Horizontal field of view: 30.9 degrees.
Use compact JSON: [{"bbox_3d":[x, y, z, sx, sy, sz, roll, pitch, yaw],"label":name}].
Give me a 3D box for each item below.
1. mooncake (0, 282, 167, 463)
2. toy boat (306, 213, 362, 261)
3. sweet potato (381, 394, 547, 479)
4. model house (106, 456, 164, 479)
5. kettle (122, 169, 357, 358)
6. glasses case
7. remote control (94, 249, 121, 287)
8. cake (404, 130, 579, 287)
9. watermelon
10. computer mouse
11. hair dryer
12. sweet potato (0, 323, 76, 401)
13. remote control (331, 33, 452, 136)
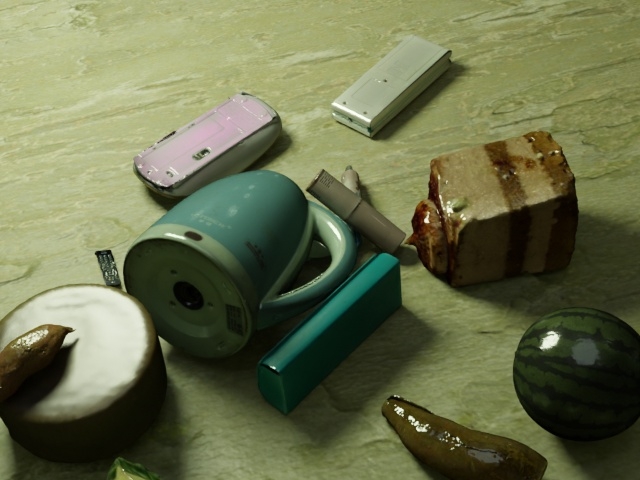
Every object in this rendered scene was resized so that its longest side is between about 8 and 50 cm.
[{"bbox_3d":[-0.386,0.214,1.854,0.284,0.155,0.284,-5,51,6],"label":"mooncake"},{"bbox_3d":[0.010,0.004,2.100,0.149,0.034,0.105,-29,49,-22],"label":"toy boat"},{"bbox_3d":[0.207,0.316,1.769,0.286,0.085,0.112,17,15,33],"label":"sweet potato"},{"bbox_3d":[-0.209,0.492,1.563,0.321,0.261,0.266,26,78,47],"label":"model house"},{"bbox_3d":[-0.108,0.021,1.973,0.319,0.247,0.342,25,43,17],"label":"kettle"},{"bbox_3d":[0.017,0.144,1.913,0.070,0.117,0.301,32,56,30],"label":"glasses case"},{"bbox_3d":[-0.385,0.052,2.103,0.034,0.016,0.091,-5,45,-22],"label":"remote control"},{"bbox_3d":[0.286,-0.053,2.024,0.293,0.199,0.196,-10,49,-3],"label":"cake"},{"bbox_3d":[0.396,0.202,1.763,0.212,0.212,0.212,-3,47,3],"label":"watermelon"},{"bbox_3d":[-0.219,-0.181,2.269,0.310,0.072,0.158,-35,55,-25],"label":"computer mouse"},{"bbox_3d":[0.073,-0.073,2.150,0.195,0.054,0.220,38,17,-5],"label":"hair dryer"},{"bbox_3d":[-0.462,0.190,1.746,0.068,0.068,0.226,32,62,30],"label":"sweet potato"},{"bbox_3d":[0.148,-0.319,2.379,0.103,0.055,0.277,29,57,28],"label":"remote control"}]
